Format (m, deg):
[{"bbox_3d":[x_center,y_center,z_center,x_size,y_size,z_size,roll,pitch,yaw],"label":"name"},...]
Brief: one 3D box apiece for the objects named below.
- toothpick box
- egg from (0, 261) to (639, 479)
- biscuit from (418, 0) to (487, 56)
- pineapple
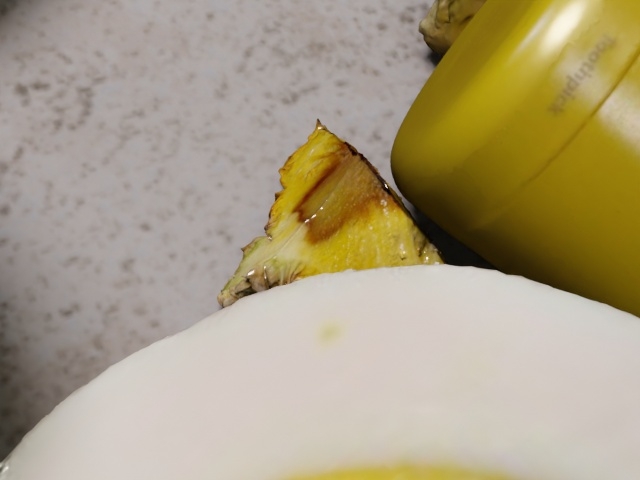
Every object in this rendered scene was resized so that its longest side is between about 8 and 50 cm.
[{"bbox_3d":[0.185,-0.020,0.577,0.271,0.175,0.175,37,62,-8],"label":"toothpick box"},{"bbox_3d":[0.020,0.186,0.424,0.337,0.201,0.337,-5,54,7],"label":"egg"},{"bbox_3d":[0.172,-0.256,0.706,0.329,0.078,0.335,-19,86,-22],"label":"biscuit"},{"bbox_3d":[0.000,0.000,0.579,0.114,0.077,0.114,-37,76,-13],"label":"pineapple"}]
